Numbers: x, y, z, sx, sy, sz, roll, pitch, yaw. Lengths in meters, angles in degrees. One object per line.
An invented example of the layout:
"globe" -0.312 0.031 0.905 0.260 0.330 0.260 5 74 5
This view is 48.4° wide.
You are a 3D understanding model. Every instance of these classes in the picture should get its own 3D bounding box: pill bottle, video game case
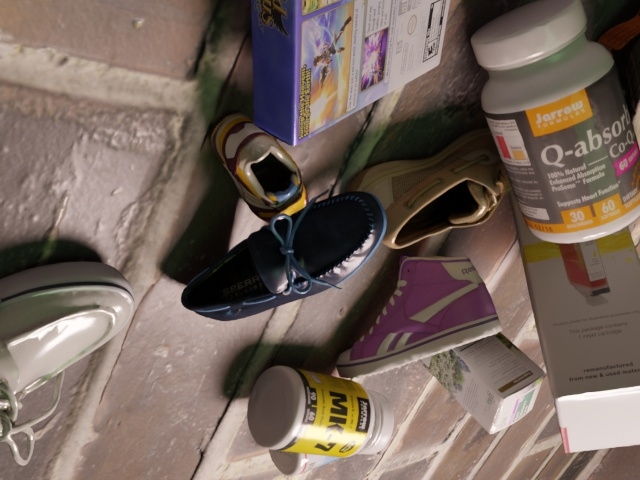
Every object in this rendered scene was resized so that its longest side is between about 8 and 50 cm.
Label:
"pill bottle" 0.000 0.327 1.181 0.160 0.087 0.087 -6 128 -40
"pill bottle" 0.297 -0.149 0.890 0.162 0.162 0.278 -34 113 -15
"video game case" 0.039 -0.255 0.662 0.244 0.061 0.269 -35 144 -36
"pill bottle" 0.005 0.262 1.071 0.209 0.119 0.119 20 110 -38

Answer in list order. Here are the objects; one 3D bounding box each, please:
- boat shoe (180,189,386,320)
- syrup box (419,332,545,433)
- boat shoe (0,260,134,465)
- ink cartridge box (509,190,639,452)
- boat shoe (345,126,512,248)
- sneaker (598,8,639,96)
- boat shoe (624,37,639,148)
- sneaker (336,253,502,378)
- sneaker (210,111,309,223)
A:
"boat shoe" -0.044 0.032 0.783 0.258 0.109 0.089 -36 162 25
"syrup box" 0.237 0.185 1.150 0.096 0.237 0.093 -23 137 -27
"boat shoe" -0.325 0.147 0.648 0.367 0.156 0.135 -23 138 -27
"ink cartridge box" 0.416 0.102 1.119 0.161 0.384 0.279 -12 146 16
"boat shoe" 0.193 -0.064 0.982 0.341 0.110 0.121 -21 136 -29
"sneaker" 0.496 -0.298 1.070 0.121 0.099 0.262 15 114 -54
"boat shoe" 0.486 -0.163 0.976 0.355 0.130 0.132 49 46 -61
"sneaker" 0.128 0.110 1.100 0.282 0.161 0.102 -27 168 28
"sneaker" -0.051 -0.057 0.779 0.069 0.084 0.185 -44 143 -3
